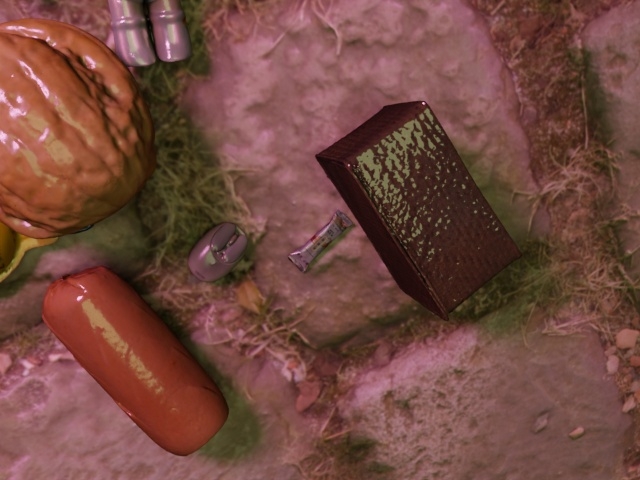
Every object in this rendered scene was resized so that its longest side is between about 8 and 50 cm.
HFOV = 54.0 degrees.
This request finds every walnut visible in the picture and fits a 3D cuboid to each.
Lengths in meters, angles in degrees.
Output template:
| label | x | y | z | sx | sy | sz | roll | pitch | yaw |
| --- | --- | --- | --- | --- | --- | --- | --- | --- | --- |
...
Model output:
| label | x | y | z | sx | sy | sz | roll | pitch | yaw |
| --- | --- | --- | --- | --- | --- | --- | --- | --- | --- |
| walnut | -0.326 | -0.133 | 0.749 | 0.257 | 0.224 | 0.257 | -1 | 101 | -6 |

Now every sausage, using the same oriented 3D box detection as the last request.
| label | x | y | z | sx | sy | sz | roll | pitch | yaw |
| --- | --- | --- | --- | --- | --- | --- | --- | --- | --- |
| sausage | -0.255 | 0.165 | 0.875 | 0.121 | 0.121 | 0.304 | -38 | 108 | -5 |

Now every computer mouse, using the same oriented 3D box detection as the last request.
| label | x | y | z | sx | sy | sz | roll | pitch | yaw |
| --- | --- | --- | --- | --- | --- | --- | --- | --- | --- |
| computer mouse | -0.148 | 0.019 | 0.917 | 0.096 | 0.039 | 0.066 | -45 | 108 | -4 |

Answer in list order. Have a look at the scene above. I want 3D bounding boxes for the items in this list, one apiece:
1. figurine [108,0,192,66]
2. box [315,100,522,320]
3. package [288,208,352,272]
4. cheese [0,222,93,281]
| label | x | y | z | sx | sy | sz | roll | pitch | yaw |
| --- | --- | --- | --- | --- | --- | --- | --- | --- | --- |
| figurine | -0.247 | -0.410 | 0.753 | 0.224 | 0.205 | 0.382 | 0 | 118 | -25 |
| box | 0.135 | -0.047 | 0.903 | 0.143 | 0.184 | 0.273 | -37 | 106 | -4 |
| package | 0.000 | 0.000 | 0.965 | 0.110 | 0.015 | 0.037 | -44 | 113 | -2 |
| cheese | -0.429 | -0.016 | 0.827 | 0.250 | 0.064 | 0.156 | -16 | 104 | -21 |
